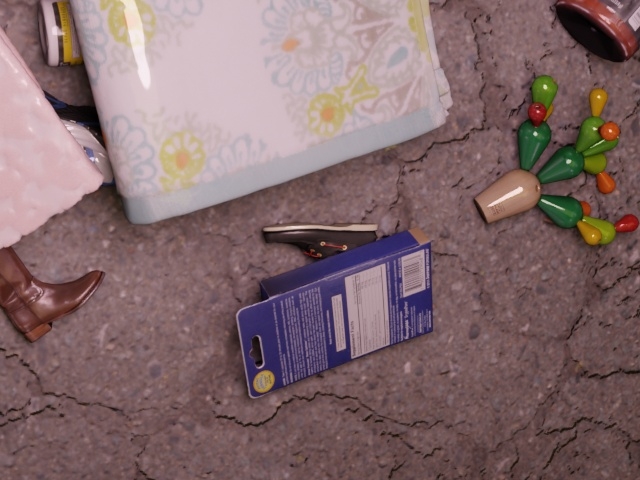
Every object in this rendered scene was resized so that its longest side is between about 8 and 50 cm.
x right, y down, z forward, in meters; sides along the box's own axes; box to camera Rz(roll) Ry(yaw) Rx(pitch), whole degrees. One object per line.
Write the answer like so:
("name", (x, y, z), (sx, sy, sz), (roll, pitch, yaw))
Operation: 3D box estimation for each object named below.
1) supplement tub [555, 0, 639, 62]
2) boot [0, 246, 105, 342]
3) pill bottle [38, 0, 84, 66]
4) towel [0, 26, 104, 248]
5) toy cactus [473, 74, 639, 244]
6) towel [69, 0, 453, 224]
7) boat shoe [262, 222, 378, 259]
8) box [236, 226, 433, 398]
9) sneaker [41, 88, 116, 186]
("supplement tub", (0.356, -0.299, 1.298), (0.106, 0.106, 0.198), (41, 86, -24))
("boot", (-0.287, 0.030, 1.177), (0.106, 0.037, 0.114), (-41, 109, -9))
("pill bottle", (-0.206, -0.202, 1.129), (0.116, 0.065, 0.065), (-9, 106, -18))
("towel", (-0.409, -0.092, 1.046), (0.331, 0.053, 0.317), (-31, 114, 6))
("toy cactus", (0.264, -0.069, 1.334), (0.180, 0.112, 0.219), (-29, 121, -2))
("towel", (-0.054, -0.216, 1.133), (0.374, 0.090, 0.321), (-21, 105, -29))
("boat shoe", (0.001, 0.000, 1.269), (0.133, 0.049, 0.042), (2, 95, -26))
("box", (0.015, 0.078, 1.277), (0.225, 0.036, 0.136), (-20, 131, -17))
("sneaker", (-0.241, -0.087, 1.148), (0.211, 0.080, 0.081), (22, 110, -20))
